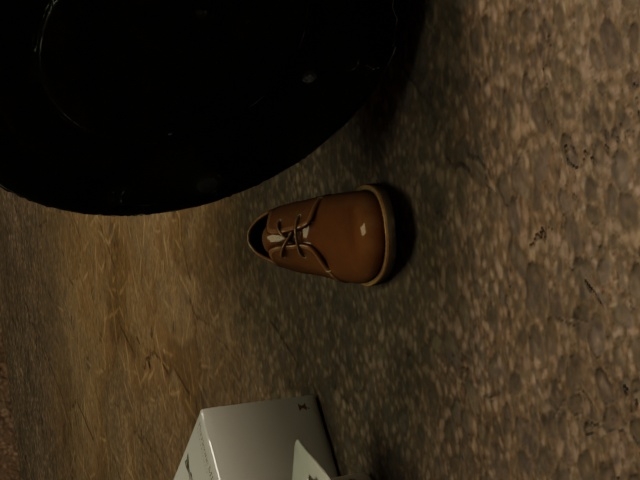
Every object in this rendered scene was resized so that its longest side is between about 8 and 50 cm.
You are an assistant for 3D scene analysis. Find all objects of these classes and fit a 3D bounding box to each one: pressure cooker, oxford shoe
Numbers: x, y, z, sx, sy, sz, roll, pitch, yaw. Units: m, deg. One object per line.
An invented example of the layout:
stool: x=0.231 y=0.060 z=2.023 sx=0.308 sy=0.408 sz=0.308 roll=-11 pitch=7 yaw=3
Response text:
pressure cooker: x=-0.157 y=-0.271 z=1.362 sx=0.375 sy=0.369 sz=0.420 roll=81 pitch=171 yaw=-49
oxford shoe: x=0.000 y=0.000 z=1.427 sx=0.212 sy=0.076 sz=0.076 roll=169 pitch=97 yaw=-69

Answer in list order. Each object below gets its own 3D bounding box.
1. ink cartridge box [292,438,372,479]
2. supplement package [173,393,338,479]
ink cartridge box: x=0.025 y=0.256 z=1.436 sx=0.115 sy=0.067 sz=0.198 roll=-138 pitch=44 yaw=-62
supplement package: x=-0.059 y=0.222 z=1.608 sx=0.179 sy=0.105 sz=0.105 roll=113 pitch=147 yaw=-53
